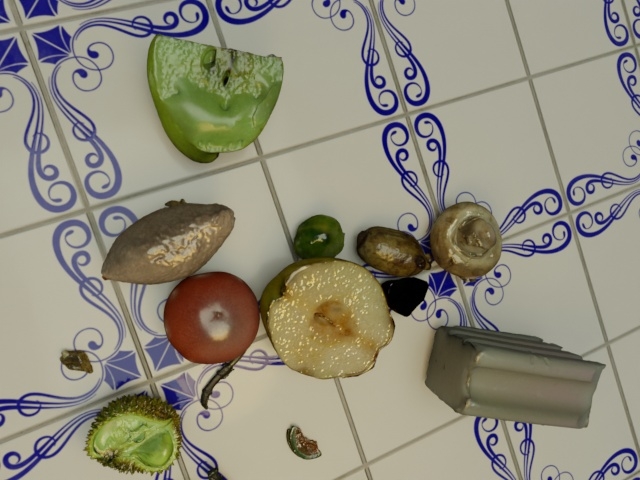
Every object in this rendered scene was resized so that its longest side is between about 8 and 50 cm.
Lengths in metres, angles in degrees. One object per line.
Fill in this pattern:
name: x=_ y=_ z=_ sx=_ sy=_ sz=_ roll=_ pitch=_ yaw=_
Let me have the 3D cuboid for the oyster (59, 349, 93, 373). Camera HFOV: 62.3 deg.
oyster: x=-0.641 y=0.319 z=1.399 sx=0.093 sy=0.034 sz=0.051 roll=20 pitch=91 yaw=-20

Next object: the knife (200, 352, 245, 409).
knife: x=-0.278 y=0.378 z=1.512 sx=0.045 sy=0.021 sz=0.222 roll=36 pitch=83 yaw=-12

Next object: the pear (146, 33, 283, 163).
pear: x=-0.296 y=-0.366 z=1.424 sx=0.342 sy=0.238 sz=0.318 roll=4 pitch=100 yaw=-22

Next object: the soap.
soap: x=0.566 y=0.405 z=1.617 sx=0.435 sy=0.350 sz=0.212 roll=11 pitch=93 yaw=-15

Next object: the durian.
durian: x=-0.479 y=0.500 z=1.370 sx=0.237 sy=0.176 sz=0.200 roll=15 pitch=75 yaw=-21

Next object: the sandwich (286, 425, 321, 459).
sandwich: x=-0.052 y=0.609 z=1.573 sx=0.135 sy=0.029 sz=0.067 roll=42 pitch=79 yaw=-12

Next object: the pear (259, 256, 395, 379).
pear: x=0.006 y=0.203 z=1.507 sx=0.386 sy=0.191 sz=0.340 roll=38 pitch=87 yaw=-25

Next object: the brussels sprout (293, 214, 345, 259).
brussels sprout: x=0.002 y=-0.003 z=1.552 sx=0.149 sy=0.122 sz=0.151 roll=17 pitch=83 yaw=-13

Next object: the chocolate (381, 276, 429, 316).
chocolate: x=0.256 y=0.169 z=1.652 sx=0.149 sy=0.080 sz=0.125 roll=-11 pitch=103 yaw=-24

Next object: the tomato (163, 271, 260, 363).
tomato: x=-0.288 y=0.206 z=1.415 sx=0.256 sy=0.224 sz=0.255 roll=4 pitch=78 yaw=-17

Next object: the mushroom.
mushroom: x=0.465 y=0.006 z=1.667 sx=0.255 sy=0.184 sz=0.254 roll=6 pitch=76 yaw=-26

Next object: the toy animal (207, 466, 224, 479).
toy animal: x=-0.326 y=0.738 z=1.456 sx=0.146 sy=0.114 sz=0.245 roll=33 pitch=102 yaw=-7

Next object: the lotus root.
lotus root: x=0.232 y=0.037 z=1.616 sx=0.260 sy=0.128 sz=0.145 roll=19 pitch=43 yaw=-16

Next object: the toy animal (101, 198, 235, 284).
toy animal: x=-0.395 y=0.009 z=1.381 sx=0.358 sy=0.226 sz=0.188 roll=-23 pitch=107 yaw=-15
